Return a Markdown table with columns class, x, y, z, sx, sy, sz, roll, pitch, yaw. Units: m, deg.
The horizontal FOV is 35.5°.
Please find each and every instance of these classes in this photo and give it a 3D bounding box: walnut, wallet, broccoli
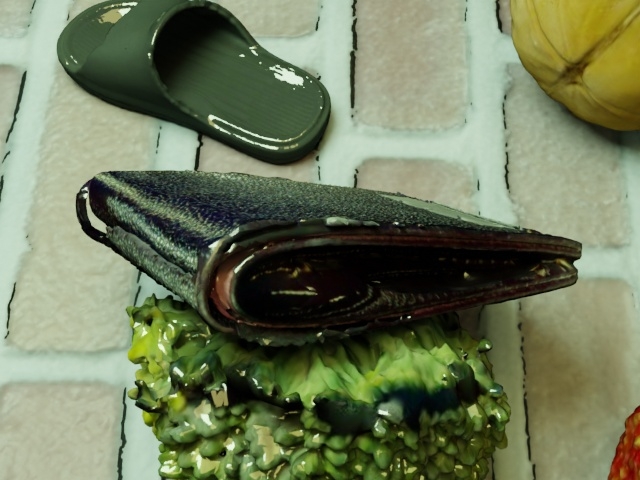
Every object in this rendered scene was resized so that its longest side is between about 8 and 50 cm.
| class | x | y | z | sx | sy | sz | roll | pitch | yaw |
| --- | --- | --- | --- | --- | --- | --- | --- | --- | --- |
| walnut | 0.254 | -0.194 | 0.793 | 0.193 | 0.193 | 0.226 | 26 | 60 | 14 |
| wallet | 0.000 | 0.000 | 0.642 | 0.262 | 0.221 | 0.071 | -3 | 102 | -30 |
| broccoli | -0.008 | 0.119 | 0.657 | 0.242 | 0.273 | 0.180 | 3 | 105 | -9 |

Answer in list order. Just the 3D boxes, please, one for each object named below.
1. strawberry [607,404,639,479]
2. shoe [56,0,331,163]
| class | x | y | z | sx | sy | sz | roll | pitch | yaw |
| --- | --- | --- | --- | --- | --- | --- | --- | --- | --- |
| strawberry | 0.286 | 0.181 | 0.553 | 0.250 | 0.239 | 0.288 | -2 | 46 | -16 |
| shoe | -0.103 | -0.153 | 0.815 | 0.241 | 0.093 | 0.108 | 25 | 65 | 11 |
